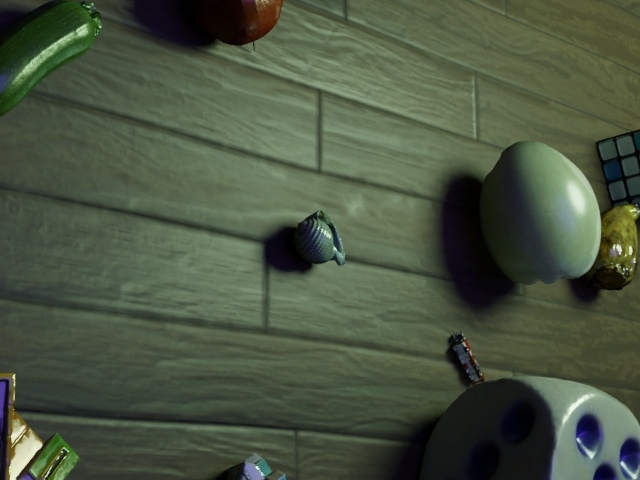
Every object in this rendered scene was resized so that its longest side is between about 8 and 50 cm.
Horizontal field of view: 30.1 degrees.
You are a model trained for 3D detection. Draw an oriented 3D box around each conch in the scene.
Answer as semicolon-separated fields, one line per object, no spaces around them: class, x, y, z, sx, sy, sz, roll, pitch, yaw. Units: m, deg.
conch;-0.004;0.000;1.599;0.076;0.056;0.085;-82;152;-46

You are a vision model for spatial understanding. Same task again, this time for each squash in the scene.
squash;-0.328;-0.211;1.348;0.077;0.068;0.219;51;50;-9

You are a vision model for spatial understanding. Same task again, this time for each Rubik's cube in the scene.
Rubik's cube;0.613;-0.130;2.127;0.151;0.155;0.154;-13;87;-43
Rubik's cube;-0.074;0.303;1.438;0.073;0.075;0.084;20;80;-17

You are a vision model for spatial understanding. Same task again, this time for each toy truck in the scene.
toy truck;0.220;0.176;1.779;0.083;0.024;0.032;61;26;-15

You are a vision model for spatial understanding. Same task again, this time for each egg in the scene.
egg;0.335;-0.047;1.830;0.183;0.183;0.217;-16;99;-44

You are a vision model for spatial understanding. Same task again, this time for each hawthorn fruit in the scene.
hawthorn fruit;-0.100;-0.311;1.547;0.140;0.125;0.125;48;52;-20

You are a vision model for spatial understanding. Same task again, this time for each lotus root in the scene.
lotus root;0.501;0.003;2.041;0.191;0.094;0.108;-66;146;-41

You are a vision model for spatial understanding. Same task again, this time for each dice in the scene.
dice;0.297;0.344;1.646;0.243;0.259;0.251;30;61;-32

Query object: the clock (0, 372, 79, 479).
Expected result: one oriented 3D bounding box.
clock;-0.386;0.222;1.097;0.235;0.166;0.309;50;54;-12
